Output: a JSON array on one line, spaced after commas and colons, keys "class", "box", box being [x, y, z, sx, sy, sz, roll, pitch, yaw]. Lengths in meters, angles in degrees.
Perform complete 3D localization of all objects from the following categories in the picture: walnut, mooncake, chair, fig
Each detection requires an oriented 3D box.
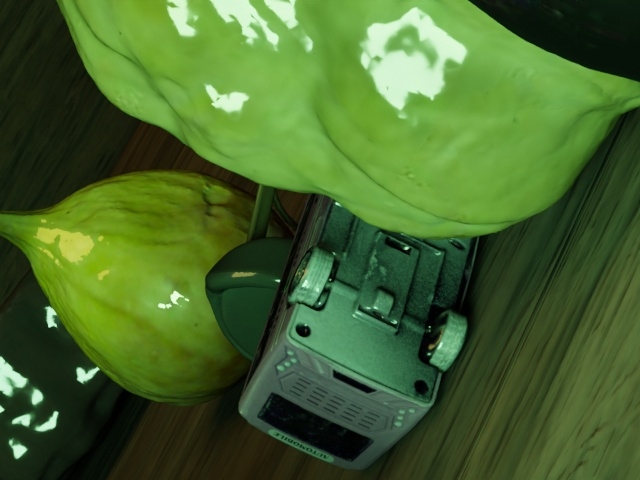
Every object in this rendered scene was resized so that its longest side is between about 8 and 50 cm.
[{"class": "walnut", "box": [0.037, -0.148, 0.827, 0.282, 0.277, 0.253, -55, -1, 41]}, {"class": "mooncake", "box": [-0.241, 0.127, 1.677, 0.283, 0.141, 0.283, -52, 4, 5]}, {"class": "chair", "box": [0.000, -0.001, 1.100, 0.221, 0.104, 0.095, -67, -13, -55]}, {"class": "fig", "box": [-0.144, 0.017, 1.261, 0.159, 0.257, 0.159, -165, 90, -79]}]

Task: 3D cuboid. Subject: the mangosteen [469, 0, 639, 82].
[{"class": "mangosteen", "box": [0.146, -0.184, 0.587, 0.302, 0.275, 0.275, -29, -3, -26]}]

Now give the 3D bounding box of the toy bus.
[{"class": "toy bus", "box": [0.022, 0.017, 0.939, 0.098, 0.087, 0.178, -56, 11, 46]}]
